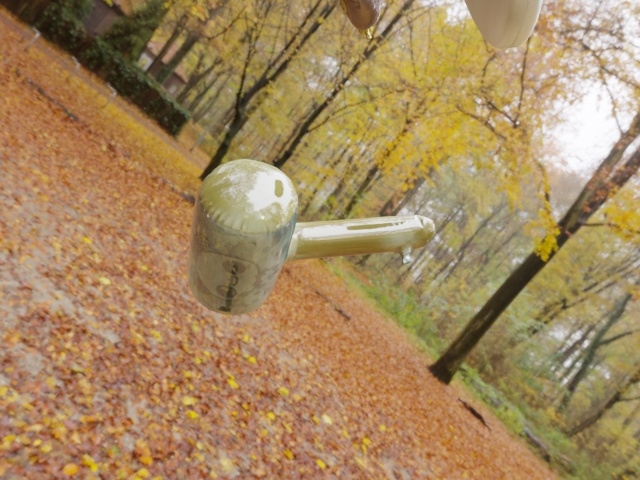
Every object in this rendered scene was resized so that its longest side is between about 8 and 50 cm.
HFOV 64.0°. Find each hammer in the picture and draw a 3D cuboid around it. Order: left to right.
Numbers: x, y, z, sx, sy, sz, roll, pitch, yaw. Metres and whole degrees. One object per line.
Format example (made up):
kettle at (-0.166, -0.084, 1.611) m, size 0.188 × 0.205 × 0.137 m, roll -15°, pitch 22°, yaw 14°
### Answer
hammer at (0.000, 0.000, 0.614) m, size 0.306 × 0.202 × 0.113 m, roll -2°, pitch 56°, yaw -20°

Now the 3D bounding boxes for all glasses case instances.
glasses case at (0.190, -0.297, 0.558) m, size 0.092 × 0.059 × 0.233 m, roll 89°, pitch 1°, yaw -51°

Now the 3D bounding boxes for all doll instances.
doll at (0.074, -0.466, 1.009) m, size 0.188 × 0.096 × 0.145 m, roll 68°, pitch 14°, yaw -60°
